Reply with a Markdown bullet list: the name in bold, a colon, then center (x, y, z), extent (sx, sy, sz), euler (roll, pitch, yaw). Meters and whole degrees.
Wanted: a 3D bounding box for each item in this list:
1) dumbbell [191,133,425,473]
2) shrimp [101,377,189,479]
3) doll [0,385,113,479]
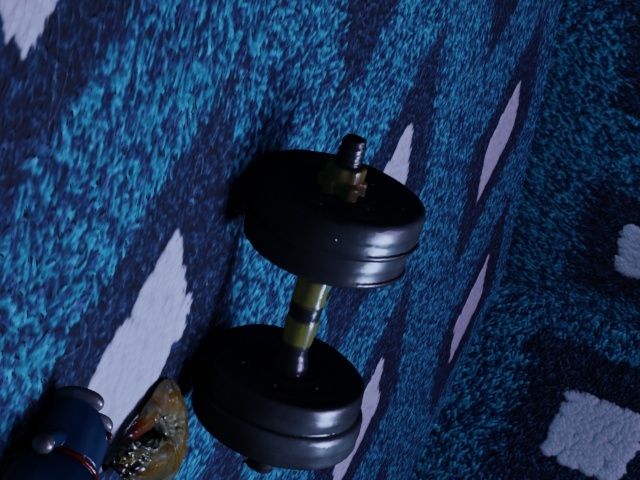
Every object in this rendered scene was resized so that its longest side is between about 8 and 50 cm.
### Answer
- **dumbbell**: center (-0.015, 0.069, 1.941), extent (0.185, 0.185, 0.388), euler (-44, 154, -64)
- **shrimp**: center (-0.166, 0.191, 1.835), extent (0.190, 0.042, 0.101), euler (-26, 115, -73)
- **doll**: center (-0.211, 0.192, 1.522), extent (0.114, 0.085, 0.152), euler (74, 26, -49)
